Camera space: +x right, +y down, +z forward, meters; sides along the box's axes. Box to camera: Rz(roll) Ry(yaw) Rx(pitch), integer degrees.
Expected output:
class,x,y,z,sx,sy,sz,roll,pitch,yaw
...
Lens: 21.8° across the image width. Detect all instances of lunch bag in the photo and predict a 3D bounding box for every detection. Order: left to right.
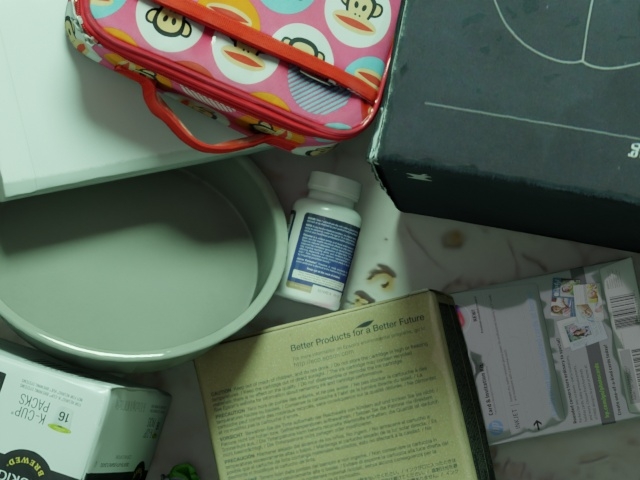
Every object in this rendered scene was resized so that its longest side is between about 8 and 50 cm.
class,x,y,z,sx,sy,sz,roll,pitch,yaw
lunch bag,-0.074,-0.204,1.476,0.293,0.120,0.258,22,78,-14

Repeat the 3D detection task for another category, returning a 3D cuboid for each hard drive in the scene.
class,x,y,z,sx,sy,sz,roll,pitch,yaw
hard drive,-0.162,-0.163,1.515,0.307,0.040,0.203,-12,85,-22

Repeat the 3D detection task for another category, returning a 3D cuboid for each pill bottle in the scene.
class,x,y,z,sx,sy,sz,roll,pitch,yaw
pill bottle,0.000,0.000,1.535,0.067,0.067,0.120,15,86,10

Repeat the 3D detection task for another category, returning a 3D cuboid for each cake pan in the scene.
class,x,y,z,sx,sy,sz,roll,pitch,yaw
cake pan,-0.177,0.002,1.498,0.293,0.054,0.293,6,50,-7

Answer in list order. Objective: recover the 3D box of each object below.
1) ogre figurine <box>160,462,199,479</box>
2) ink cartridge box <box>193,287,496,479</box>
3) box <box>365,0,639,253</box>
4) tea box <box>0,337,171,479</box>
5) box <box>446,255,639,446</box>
class,x,y,z,sx,sy,sz,roll,pitch,yaw
ogre figurine,-0.116,0.301,1.491,0.097,0.118,0.197,7,84,9
ink cartridge box,0.022,0.163,1.485,0.235,0.088,0.193,-14,80,18
box,0.324,-0.230,1.396,0.480,0.297,0.472,11,83,8
tea box,-0.354,0.236,1.482,0.329,0.220,0.323,16,87,10
box,0.205,0.103,1.508,0.186,0.038,0.145,-12,82,6
